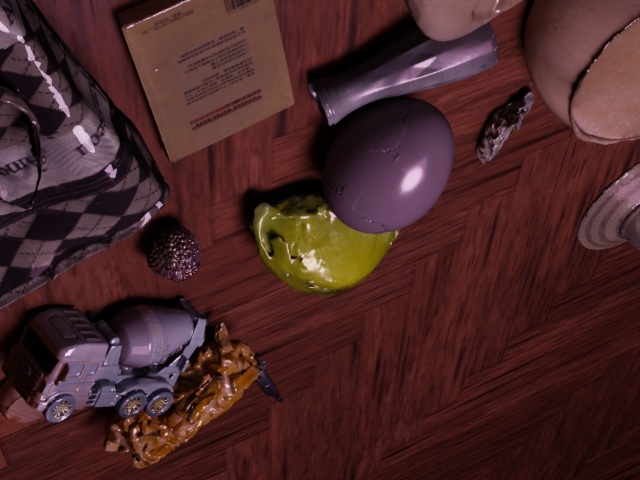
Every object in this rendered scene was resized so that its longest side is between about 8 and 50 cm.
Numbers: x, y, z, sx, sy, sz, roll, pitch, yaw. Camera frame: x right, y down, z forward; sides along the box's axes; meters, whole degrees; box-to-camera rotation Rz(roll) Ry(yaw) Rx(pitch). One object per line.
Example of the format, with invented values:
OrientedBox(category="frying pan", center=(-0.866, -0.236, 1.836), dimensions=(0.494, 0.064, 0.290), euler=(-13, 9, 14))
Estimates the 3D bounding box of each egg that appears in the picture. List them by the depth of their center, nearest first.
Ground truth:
OrientedBox(category="egg", center=(0.083, -0.092, 1.482), dimensions=(0.146, 0.146, 0.199), euler=(-9, 149, -34))

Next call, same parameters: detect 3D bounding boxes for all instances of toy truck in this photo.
OrientedBox(category="toy truck", center=(-0.263, 0.141, 1.549), dimensions=(0.256, 0.108, 0.140), euler=(6, 120, -50))

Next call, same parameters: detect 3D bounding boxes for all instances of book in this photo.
OrientedBox(category="book", center=(-0.113, -0.187, 1.284), dimensions=(0.161, 0.026, 0.231), euler=(-26, 149, -10))

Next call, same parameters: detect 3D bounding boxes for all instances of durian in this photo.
OrientedBox(category="durian", center=(0.000, 0.000, 1.596), dimensions=(0.250, 0.101, 0.139), euler=(-4, 106, -40))

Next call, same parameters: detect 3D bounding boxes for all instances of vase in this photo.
OrientedBox(category="vase", center=(0.093, -0.200, 1.412), dimensions=(0.214, 0.086, 0.086), euler=(-25, 149, -5))

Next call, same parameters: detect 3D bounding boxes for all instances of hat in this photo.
OrientedBox(category="hat", center=(0.569, -0.034, 2.063), dimensions=(0.252, 0.110, 0.252), euler=(-23, 149, -15))

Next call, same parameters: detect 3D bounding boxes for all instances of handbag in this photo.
OrientedBox(category="handbag", center=(-0.364, -0.101, 1.041), dimensions=(0.316, 0.180, 0.416), euler=(-31, 143, 3))

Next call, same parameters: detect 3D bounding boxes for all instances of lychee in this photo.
OrientedBox(category="lychee", center=(-0.178, 0.018, 1.479), dimensions=(0.067, 0.068, 0.083), euler=(-2, 125, -12))

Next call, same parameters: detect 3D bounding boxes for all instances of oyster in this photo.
OrientedBox(category="oyster", center=(0.253, -0.160, 1.671), dimensions=(0.100, 0.037, 0.098), euler=(-50, 171, -10))

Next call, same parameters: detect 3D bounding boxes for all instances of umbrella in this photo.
OrientedBox(category="umbrella", center=(-0.086, 0.211, 1.875), dimensions=(0.044, 0.044, 0.269), euler=(-8, 154, 13))

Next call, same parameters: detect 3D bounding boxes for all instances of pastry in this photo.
OrientedBox(category="pastry", center=(-0.193, 0.220, 1.700), dimensions=(0.250, 0.102, 0.154), euler=(-42, 168, 28))

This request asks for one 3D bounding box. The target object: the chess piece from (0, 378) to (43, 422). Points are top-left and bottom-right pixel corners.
OrientedBox(category="chess piece", center=(-0.378, 0.202, 1.588), dimensions=(0.083, 0.038, 0.084), euler=(-25, 151, -14))

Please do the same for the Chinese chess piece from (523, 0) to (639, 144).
OrientedBox(category="Chinese chess piece", center=(0.421, -0.266, 1.519), dimensions=(0.338, 0.141, 0.338), euler=(-19, 152, -11))

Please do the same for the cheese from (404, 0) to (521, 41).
OrientedBox(category="cheese", center=(0.187, -0.382, 1.156), dimensions=(0.328, 0.130, 0.351), euler=(-31, 145, 4))
